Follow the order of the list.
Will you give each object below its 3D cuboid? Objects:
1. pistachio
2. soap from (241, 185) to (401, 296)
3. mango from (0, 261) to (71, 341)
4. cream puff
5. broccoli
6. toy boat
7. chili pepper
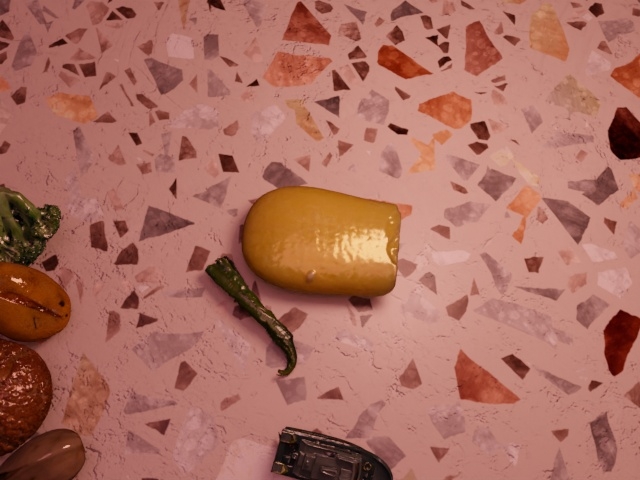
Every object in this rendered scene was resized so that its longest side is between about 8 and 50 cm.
[{"bbox_3d":[-0.649,0.524,1.530,0.237,0.153,0.138,-34,61,15],"label":"pistachio"},{"bbox_3d":[0.000,0.001,1.797,0.426,0.115,0.306,10,72,0],"label":"soap"},{"bbox_3d":[-0.732,0.149,1.599,0.120,0.295,0.177,14,76,34],"label":"mango"},{"bbox_3d":[-0.785,0.361,1.544,0.302,0.212,0.303,3,64,-6],"label":"cream puff"},{"bbox_3d":[-0.818,-0.033,1.683,0.294,0.246,0.265,-7,37,-35],"label":"broccoli"},{"bbox_3d":[0.033,0.535,1.583,0.295,0.122,0.114,16,93,-1],"label":"toy boat"},{"bbox_3d":[-0.172,0.190,1.736,0.084,0.076,0.359,-26,70,-40],"label":"chili pepper"}]
